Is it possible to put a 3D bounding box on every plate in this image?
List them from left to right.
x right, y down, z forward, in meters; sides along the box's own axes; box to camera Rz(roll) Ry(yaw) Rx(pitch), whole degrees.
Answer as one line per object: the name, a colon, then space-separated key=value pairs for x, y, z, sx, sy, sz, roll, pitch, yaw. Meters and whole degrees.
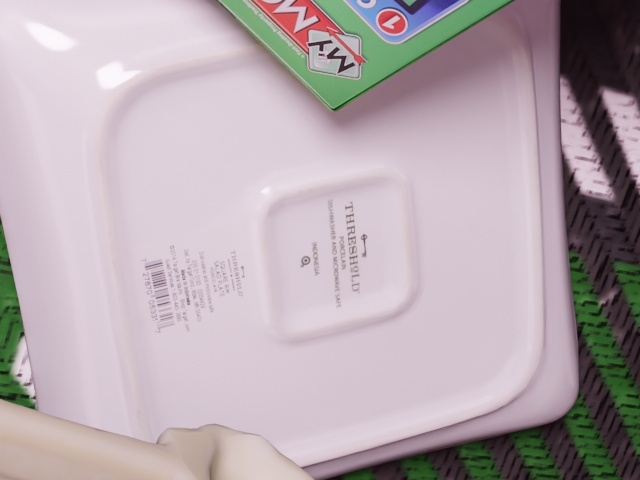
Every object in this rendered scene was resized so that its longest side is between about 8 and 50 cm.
plate: x=0.000 y=0.000 z=0.661 sx=0.278 sy=0.045 sz=0.277 roll=-13 pitch=114 yaw=-17

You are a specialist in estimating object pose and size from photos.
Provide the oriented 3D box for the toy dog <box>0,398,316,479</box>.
toy dog: x=-0.148 y=0.289 z=0.520 sx=0.284 sy=0.395 sz=0.408 roll=18 pitch=110 yaw=-41

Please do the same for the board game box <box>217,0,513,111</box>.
board game box: x=-0.028 y=-0.200 z=0.471 sx=0.317 sy=0.213 sz=0.046 roll=42 pitch=46 yaw=-22
